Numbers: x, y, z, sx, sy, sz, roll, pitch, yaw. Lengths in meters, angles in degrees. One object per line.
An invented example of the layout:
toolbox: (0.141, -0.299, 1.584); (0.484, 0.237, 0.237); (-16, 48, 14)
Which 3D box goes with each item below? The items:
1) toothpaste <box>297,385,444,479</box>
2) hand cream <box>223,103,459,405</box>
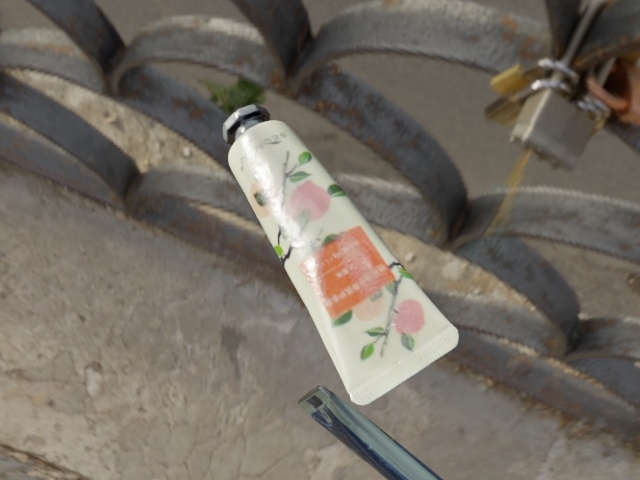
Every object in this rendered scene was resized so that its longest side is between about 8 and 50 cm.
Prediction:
toothpaste: (0.064, 0.196, 1.058); (0.197, 0.057, 0.035); (40, 59, -4)
hand cream: (0.000, 0.000, 0.802); (0.080, 0.050, 0.234); (-33, 61, -2)
